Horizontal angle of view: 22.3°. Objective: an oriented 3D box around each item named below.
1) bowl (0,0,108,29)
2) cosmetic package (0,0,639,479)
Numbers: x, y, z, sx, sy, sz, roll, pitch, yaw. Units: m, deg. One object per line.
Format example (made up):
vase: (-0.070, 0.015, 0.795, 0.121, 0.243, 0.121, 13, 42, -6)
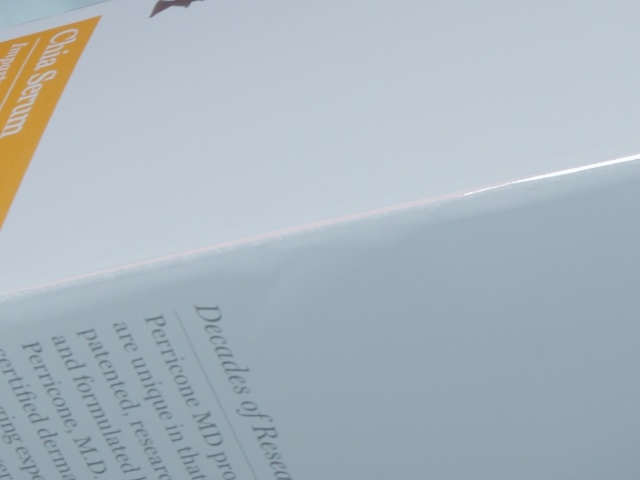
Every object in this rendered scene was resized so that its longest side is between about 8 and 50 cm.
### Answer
bowl: (-0.244, -0.085, 0.881, 0.298, 0.298, 0.134, -51, 40, -12)
cosmetic package: (0.000, 0.000, 0.640, 0.453, 0.161, 0.230, -12, 33, 15)
